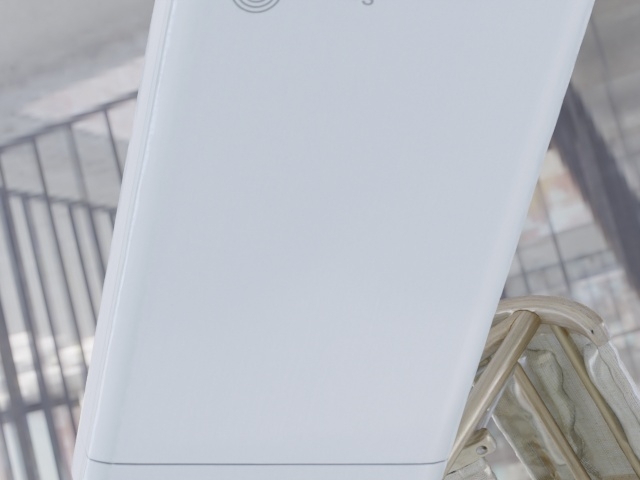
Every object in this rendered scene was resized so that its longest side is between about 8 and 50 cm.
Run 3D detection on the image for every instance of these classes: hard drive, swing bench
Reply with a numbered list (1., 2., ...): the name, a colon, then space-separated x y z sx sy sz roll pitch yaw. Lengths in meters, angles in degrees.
1. hard drive: 0.000 0.000 0.904 0.233 0.047 0.353 3 119 -20
2. swing bench: 0.155 0.210 1.304 0.254 0.253 0.165 -42 -151 -16
